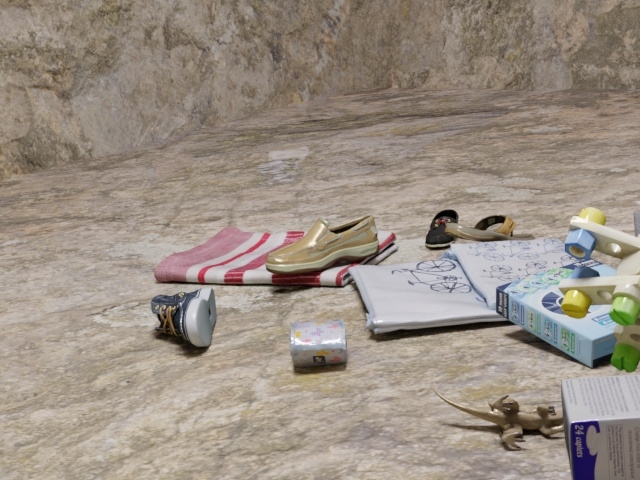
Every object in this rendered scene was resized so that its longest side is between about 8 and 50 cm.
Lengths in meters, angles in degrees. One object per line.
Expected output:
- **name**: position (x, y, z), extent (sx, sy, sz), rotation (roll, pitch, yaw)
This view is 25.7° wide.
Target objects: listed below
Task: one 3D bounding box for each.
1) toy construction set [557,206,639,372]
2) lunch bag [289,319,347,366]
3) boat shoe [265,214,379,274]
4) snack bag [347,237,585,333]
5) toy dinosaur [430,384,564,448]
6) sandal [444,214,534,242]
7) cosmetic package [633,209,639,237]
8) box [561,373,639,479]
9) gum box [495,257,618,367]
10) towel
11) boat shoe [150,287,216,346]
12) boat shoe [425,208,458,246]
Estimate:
- **toy construction set**: position (0.412, 0.079, 1.435), extent (0.328, 0.215, 0.151), rotation (21, 64, 45)
- **lunch bag**: position (-0.003, 0.128, 1.734), extent (0.071, 0.053, 0.083), rotation (-4, 4, 0)
- **boat shoe**: position (0.000, 0.000, 2.108), extent (0.190, 0.072, 0.068), rotation (-15, 20, -30)
- **snack bag**: position (0.214, 0.056, 1.957), extent (0.343, 0.037, 0.323), rotation (-5, 14, -4)
- **toy dinosaur**: position (0.199, 0.184, 1.455), extent (0.183, 0.053, 0.092), rotation (3, -1, 12)
- **sandal**: position (0.267, -0.018, 2.163), extent (0.180, 0.049, 0.072), rotation (9, 0, -39)
- **cosmetic package**: position (0.557, 0.001, 1.909), extent (0.238, 0.107, 0.127), rotation (-4, 9, -3)
- **box**: position (0.304, 0.180, 1.339), extent (0.137, 0.072, 0.126), rotation (-5, 13, 7)
- **gum box**: position (0.333, 0.085, 1.722), extent (0.157, 0.041, 0.184), rotation (-15, 25, -26)
- **towel**: position (-0.068, 0.024, 2.234), extent (0.329, 0.037, 0.237), rotation (1, 16, 26)
- **boat shoe**: position (-0.190, 0.108, 1.893), extent (0.083, 0.065, 0.183), rotation (-8, 8, 2)
- **boat shoe**: position (0.198, -0.019, 2.287), extent (0.049, 0.042, 0.133), rotation (0, 16, 15)
